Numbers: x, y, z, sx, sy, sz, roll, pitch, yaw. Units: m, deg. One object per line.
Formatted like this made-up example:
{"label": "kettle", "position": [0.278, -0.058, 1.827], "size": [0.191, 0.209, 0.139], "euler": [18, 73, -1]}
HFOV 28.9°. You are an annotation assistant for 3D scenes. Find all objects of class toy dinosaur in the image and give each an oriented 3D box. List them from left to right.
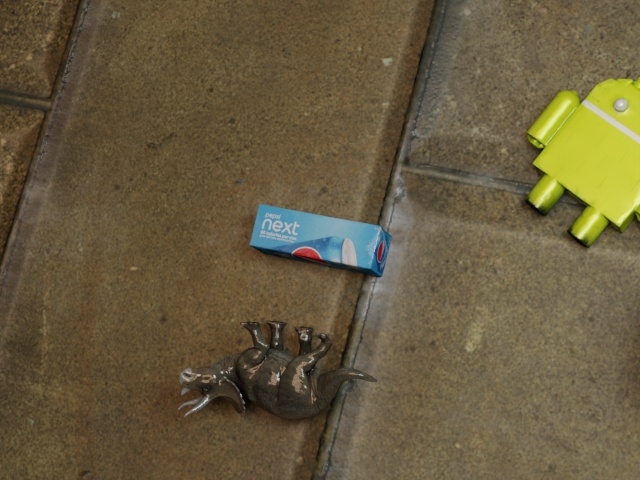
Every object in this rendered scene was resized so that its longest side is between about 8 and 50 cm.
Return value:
{"label": "toy dinosaur", "position": [-0.055, 0.211, 1.924], "size": [0.314, 0.121, 0.160], "euler": [8, 92, 17]}

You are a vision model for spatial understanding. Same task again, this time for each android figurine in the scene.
{"label": "android figurine", "position": [0.435, -0.130, 1.851], "size": [0.248, 0.056, 0.273], "euler": [42, 94, 23]}

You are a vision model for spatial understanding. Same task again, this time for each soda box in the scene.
{"label": "soda box", "position": [0.000, 0.000, 1.965], "size": [0.210, 0.067, 0.071], "euler": [11, 81, 22]}
